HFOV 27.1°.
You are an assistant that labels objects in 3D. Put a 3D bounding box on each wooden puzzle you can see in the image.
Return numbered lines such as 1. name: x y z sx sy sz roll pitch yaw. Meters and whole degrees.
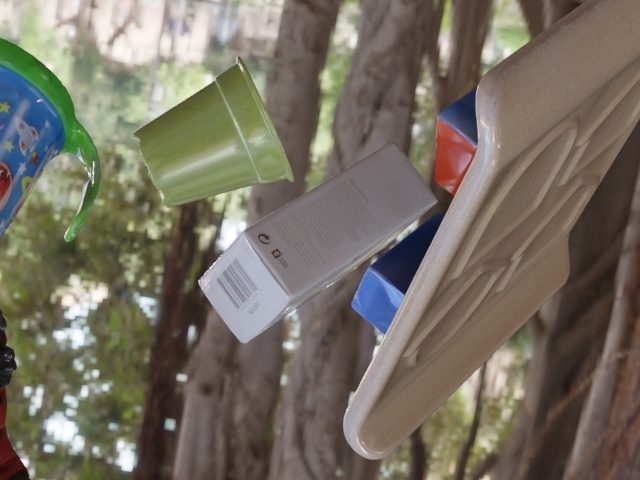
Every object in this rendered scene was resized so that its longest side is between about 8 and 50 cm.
1. wooden puzzle: 0.139 -0.040 0.974 0.080 0.348 0.322 35 -134 19

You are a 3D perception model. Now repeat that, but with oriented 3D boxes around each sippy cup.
1. sippy cup: -0.431 -0.093 1.550 0.305 0.224 0.240 3 146 19

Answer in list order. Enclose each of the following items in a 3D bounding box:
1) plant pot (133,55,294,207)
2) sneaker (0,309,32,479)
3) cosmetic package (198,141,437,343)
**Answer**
1. plant pot: -0.068 -0.058 0.805 0.079 0.083 0.083 -24 -166 -4
2. sneaker: -0.274 0.166 0.939 0.135 0.276 0.097 -1 -168 30
3. cosmetic package: 0.000 0.000 1.324 0.231 0.085 0.117 -31 172 -38
